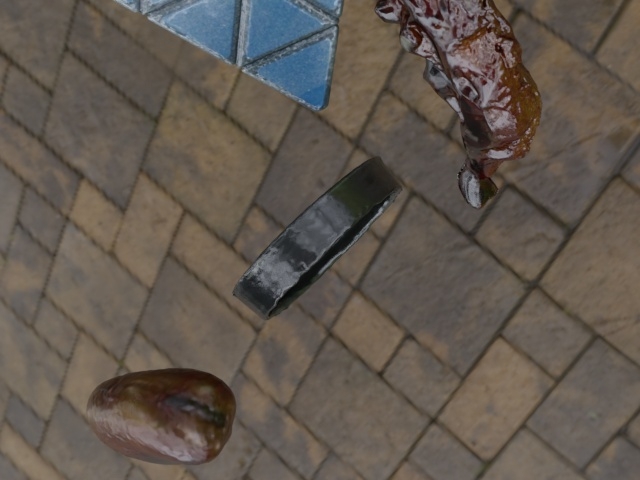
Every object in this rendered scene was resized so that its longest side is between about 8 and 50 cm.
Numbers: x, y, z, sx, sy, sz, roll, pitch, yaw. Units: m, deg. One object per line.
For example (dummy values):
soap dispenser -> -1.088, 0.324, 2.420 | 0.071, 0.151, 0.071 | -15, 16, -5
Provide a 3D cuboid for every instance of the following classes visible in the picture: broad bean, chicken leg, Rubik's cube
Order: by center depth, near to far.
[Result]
chicken leg -> 0.089, -0.093, 0.677 | 0.089, 0.048, 0.219 | 25, 157, 44
broad bean -> -0.146, 0.161, 1.043 | 0.114, 0.084, 0.165 | 45, 145, -16
Rubik's cube -> -0.073, -0.291, 1.092 | 0.228, 0.229, 0.233 | 22, 85, 17

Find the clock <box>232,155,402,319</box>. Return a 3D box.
clock -> 0.000, 0.000, 1.047 | 0.040, 0.184, 0.184 | 47, 133, 6
